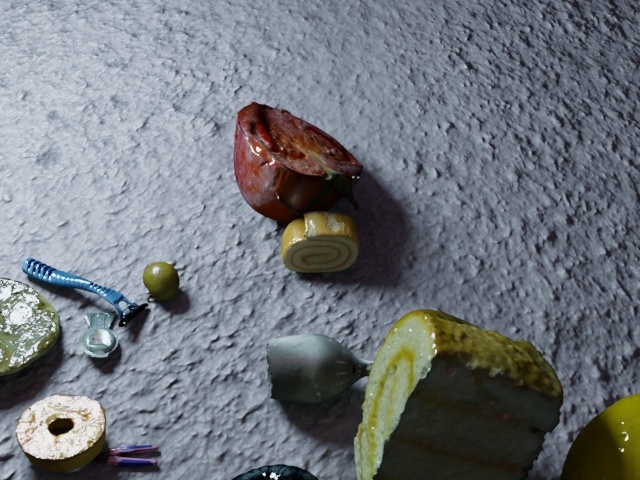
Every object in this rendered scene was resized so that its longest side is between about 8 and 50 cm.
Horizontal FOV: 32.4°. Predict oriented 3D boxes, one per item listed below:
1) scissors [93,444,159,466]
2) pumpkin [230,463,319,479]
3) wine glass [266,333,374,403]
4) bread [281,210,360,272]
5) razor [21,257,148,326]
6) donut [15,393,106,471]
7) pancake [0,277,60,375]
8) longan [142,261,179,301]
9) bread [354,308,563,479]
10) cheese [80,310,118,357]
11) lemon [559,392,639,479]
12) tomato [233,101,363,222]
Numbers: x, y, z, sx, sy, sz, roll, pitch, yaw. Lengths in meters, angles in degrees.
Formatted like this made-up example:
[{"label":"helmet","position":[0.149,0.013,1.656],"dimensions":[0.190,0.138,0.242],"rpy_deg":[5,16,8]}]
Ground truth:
[{"label":"scissors","position":[-0.328,0.361,1.845],"dimensions":[0.113,0.012,0.039],"rpy_deg":[0,49,-3]},{"label":"pumpkin","position":[-0.075,0.439,1.710],"dimensions":[0.202,0.140,0.202],"rpy_deg":[-2,28,1]},{"label":"wine glass","position":[0.026,0.222,1.911],"dimensions":[0.241,0.126,0.126],"rpy_deg":[-1,50,-2]},{"label":"bread","position":[0.000,0.000,2.100],"dimensions":[0.149,0.122,0.073],"rpy_deg":[0,46,-4]},{"label":"razor","position":[-0.446,0.087,2.050],"dimensions":[0.253,0.042,0.082],"rpy_deg":[20,33,18]},{"label":"donut","position":[-0.428,0.324,1.836],"dimensions":[0.152,0.058,0.152],"rpy_deg":[-1,42,1]},{"label":"pancake","position":[-0.590,0.155,1.970],"dimensions":[0.253,0.037,0.253],"rpy_deg":[6,39,-5]},{"label":"longan","position":[-0.302,0.080,2.056],"dimensions":[0.083,0.075,0.075],"rpy_deg":[-49,58,12]},{"label":"bread","position":[0.187,0.300,1.755],"dimensions":[0.239,0.395,0.264],"rpy_deg":[16,23,-13]},{"label":"cheese","position":[-0.400,0.171,1.993],"dimensions":[0.067,0.026,0.121],"rpy_deg":[-2,38,-10]},{"label":"lemon","position":[0.513,0.368,1.701],"dimensions":[0.268,0.322,0.268],"rpy_deg":[29,22,-13]},{"label":"tomato","position":[-0.077,-0.135,2.185],"dimensions":[0.309,0.170,0.309],"rpy_deg":[26,20,-10]}]
